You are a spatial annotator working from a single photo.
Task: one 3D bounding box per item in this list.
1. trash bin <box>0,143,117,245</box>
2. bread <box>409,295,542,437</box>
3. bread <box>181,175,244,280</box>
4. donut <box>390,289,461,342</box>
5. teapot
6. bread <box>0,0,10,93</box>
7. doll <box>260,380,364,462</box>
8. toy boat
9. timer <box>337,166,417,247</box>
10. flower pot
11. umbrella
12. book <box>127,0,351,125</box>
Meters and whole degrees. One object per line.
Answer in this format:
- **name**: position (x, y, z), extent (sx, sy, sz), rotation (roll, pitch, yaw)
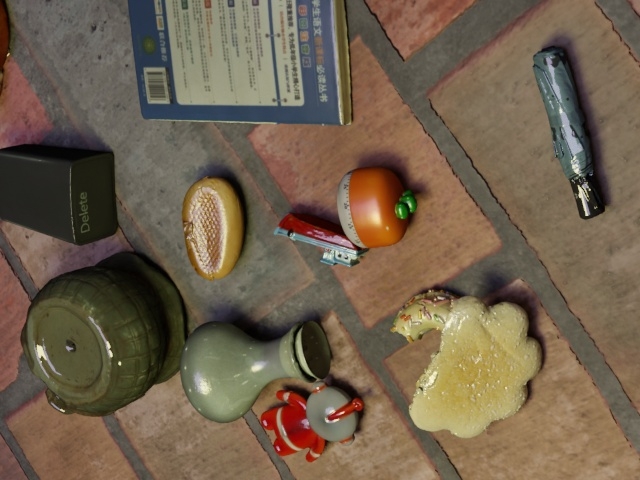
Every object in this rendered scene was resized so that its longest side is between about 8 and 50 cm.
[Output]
- **trash bin**: position (-0.516, -0.097, 2.030), extent (0.226, 0.115, 0.165), rotation (11, 111, 31)
- **bread**: position (0.248, 0.205, 1.627), extent (0.182, 0.039, 0.250), rotation (15, 114, -9)
- **bread**: position (-0.188, -0.024, 1.867), extent (0.114, 0.077, 0.189), rotation (3, 107, 11)
- **donut**: position (0.199, 0.141, 1.676), extent (0.166, 0.065, 0.108), rotation (34, 119, 16)
- **teapot**: position (-0.115, 0.216, 1.850), extent (0.251, 0.183, 0.183), rotation (-16, 96, 25)
- **bread**: position (-0.750, -0.404, 2.079), extent (0.295, 0.114, 0.327), rotation (26, 118, 26)
- **doll**: position (-0.009, 0.316, 1.865), extent (0.245, 0.076, 0.142), rotation (-29, 90, 40)
- **toy boat**: position (0.000, 0.000, 1.756), extent (0.173, 0.069, 0.058), rotation (19, 107, 21)
- **timer**: position (0.096, -0.054, 1.663), extent (0.136, 0.099, 0.136), rotation (8, 115, 18)
- **flower pot**: position (-0.415, 0.183, 1.995), extent (0.302, 0.213, 0.301), rotation (10, 110, 30)
- **umbrella**: position (0.350, -0.151, 1.491), extent (0.053, 0.052, 0.250), rotation (-11, 99, 34)
- **book**: position (-0.146, -0.343, 1.755), extent (0.428, 0.039, 0.300), rotation (6, 109, 31)
